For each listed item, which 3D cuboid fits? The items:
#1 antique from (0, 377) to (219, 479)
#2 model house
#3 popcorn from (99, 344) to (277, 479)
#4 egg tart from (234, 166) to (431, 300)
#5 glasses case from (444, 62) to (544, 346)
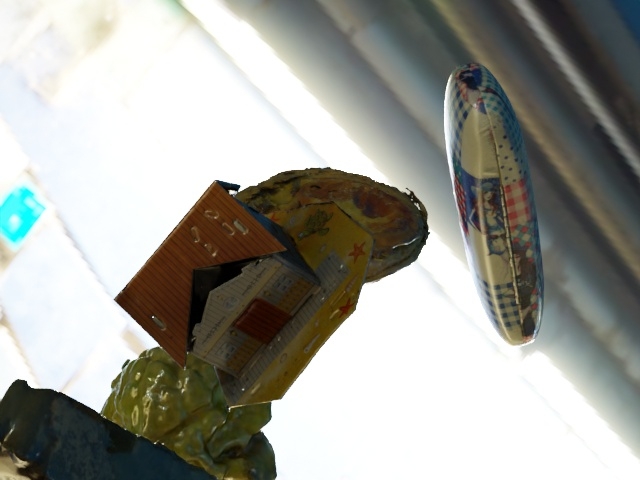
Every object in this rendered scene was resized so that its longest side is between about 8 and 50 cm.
[{"bbox_3d":[-0.222,0.238,1.361,0.125,0.150,0.284,-17,-47,38],"label":"antique"},{"bbox_3d":[-0.081,0.024,1.368,0.136,0.219,0.207,32,15,-37],"label":"model house"},{"bbox_3d":[-0.156,0.234,1.788,0.237,0.251,0.206,57,-13,-1],"label":"popcorn"},{"bbox_3d":[0.000,0.000,1.871,0.297,0.297,0.132,26,-51,37],"label":"egg tart"},{"bbox_3d":[0.180,-0.031,1.482,0.125,0.076,0.327,-105,180,-52],"label":"glasses case"}]
